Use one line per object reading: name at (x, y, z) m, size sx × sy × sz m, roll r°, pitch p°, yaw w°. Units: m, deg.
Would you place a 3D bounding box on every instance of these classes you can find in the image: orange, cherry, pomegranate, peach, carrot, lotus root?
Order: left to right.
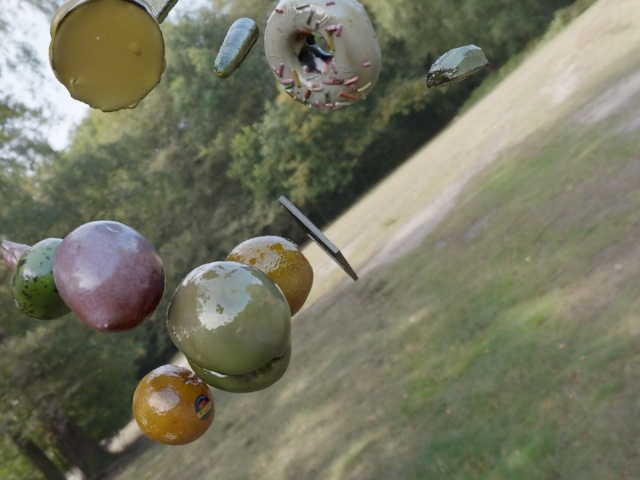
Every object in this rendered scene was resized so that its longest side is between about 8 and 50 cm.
pomegranate at (-0.698, 0.079, 2.056) m, size 0.214 × 0.248 × 0.214 m, roll -58°, pitch -6°, yaw -10°
cherry at (-0.413, 0.074, 1.660) m, size 0.206 × 0.239 × 0.239 m, roll -49°, pitch 4°, yaw -12°
orange at (-0.309, 0.349, 1.745) m, size 0.155 × 0.178 × 0.177 m, roll -53°, pitch -2°, yaw 23°
peach at (-0.181, 0.172, 1.726) m, size 0.248 × 0.292 × 0.292 m, roll -26°, pitch 3°, yaw 3°
carrot at (-0.202, -0.452, 1.949) m, size 0.074 × 0.074 × 0.358 m, roll -40°, pitch 18°, yaw 23°
orange at (-0.156, 0.115, 2.422) m, size 0.274 × 0.274 × 0.274 m, roll -41°, pitch 3°, yaw 2°
lotus root at (0.318, -0.424, 2.025) m, size 0.144 × 0.070 × 0.143 m, roll -24°, pitch 1°, yaw -39°

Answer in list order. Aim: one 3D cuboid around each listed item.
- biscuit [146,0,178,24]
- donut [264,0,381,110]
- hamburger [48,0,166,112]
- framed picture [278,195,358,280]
biscuit at (-0.440, -0.756, 2.363) m, size 0.252 × 0.150 × 0.052 m, roll -44°, pitch -11°, yaw 28°
donut at (-0.008, -0.552, 2.414) m, size 0.383 × 0.382 × 0.142 m, roll -38°, pitch 4°, yaw 47°
hamburger at (-0.485, -0.446, 1.887) m, size 0.276 × 0.276 × 0.237 m, roll -41°, pitch 31°, yaw 5°
framed picture at (0.000, 0.000, 1.849) m, size 0.016 × 0.184 × 0.250 m, roll -45°, pitch -21°, yaw -3°
